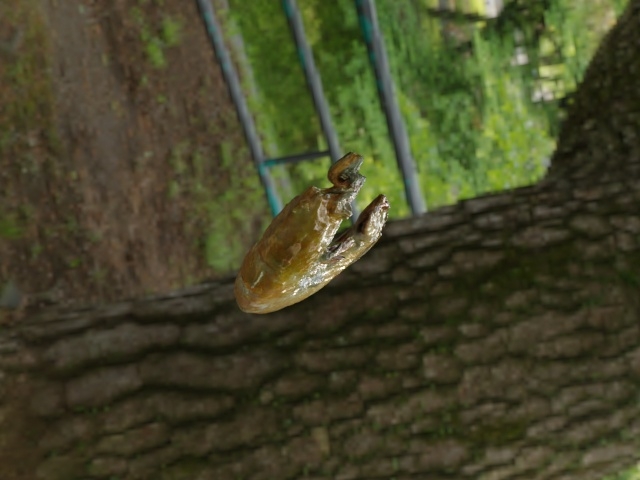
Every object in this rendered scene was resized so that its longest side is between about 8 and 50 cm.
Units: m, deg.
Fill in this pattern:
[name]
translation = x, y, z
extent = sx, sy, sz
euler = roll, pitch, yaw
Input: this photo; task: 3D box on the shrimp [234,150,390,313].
[shrimp]
translation = -0.003, -0.003, 1.021
extent = 0.132, 0.187, 0.051
euler = -23, 70, -41
